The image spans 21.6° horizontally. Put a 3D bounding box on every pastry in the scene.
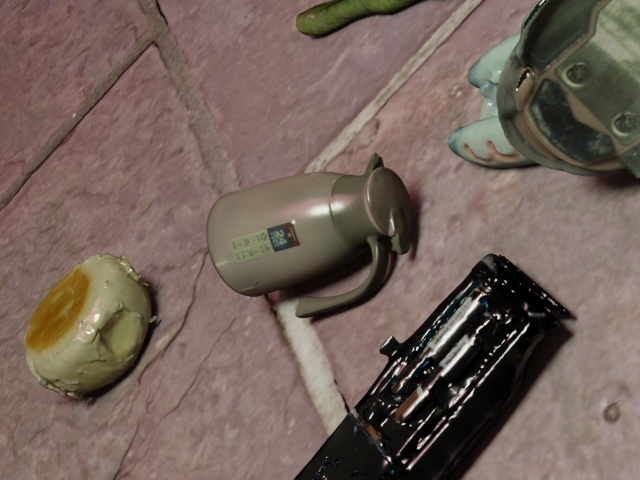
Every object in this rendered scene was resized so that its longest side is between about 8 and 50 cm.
[{"bbox_3d":[-0.249,0.090,1.803,0.166,0.088,0.166,-32,38,29],"label":"pastry"}]

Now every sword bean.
[{"bbox_3d":[0.070,-0.254,1.748,0.269,0.038,0.043,-10,28,48],"label":"sword bean"}]

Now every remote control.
[{"bbox_3d":[0.043,0.184,1.366,0.399,0.062,0.144,-52,34,6],"label":"remote control"}]

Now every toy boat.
[{"bbox_3d":[0.189,-0.137,1.454,0.207,0.079,0.134,-10,51,50],"label":"toy boat"}]

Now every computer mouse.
[{"bbox_3d":[0.294,-0.197,1.279,0.389,0.199,0.115,-38,25,22],"label":"computer mouse"}]

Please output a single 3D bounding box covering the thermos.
[{"bbox_3d":[0.000,0.000,1.569,0.193,0.105,0.137,-15,75,37],"label":"thermos"}]
